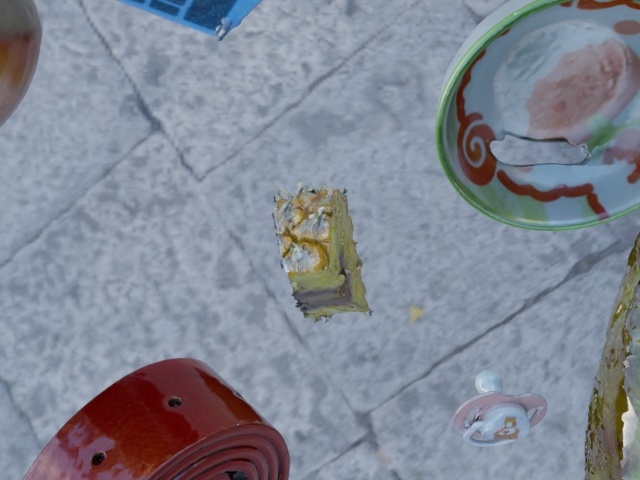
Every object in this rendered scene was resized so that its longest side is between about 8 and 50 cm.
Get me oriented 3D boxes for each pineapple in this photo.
[{"bbox_3d":[-0.001,0.000,1.265,0.079,0.233,0.135,-12,70,4],"label":"pineapple"}]

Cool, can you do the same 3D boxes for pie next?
[{"bbox_3d":[0.304,0.140,1.100,0.103,0.288,0.354,10,126,17],"label":"pie"}]

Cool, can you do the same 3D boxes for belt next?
[{"bbox_3d":[-0.168,0.264,1.062,0.115,0.227,0.324,37,99,38],"label":"belt"}]

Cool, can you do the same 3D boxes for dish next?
[{"bbox_3d":[0.283,-0.172,1.376,0.324,0.124,0.324,-3,130,-4],"label":"dish"}]

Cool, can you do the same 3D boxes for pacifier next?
[{"bbox_3d":[0.174,0.166,1.207,0.081,0.099,0.078,115,150,-42],"label":"pacifier"}]

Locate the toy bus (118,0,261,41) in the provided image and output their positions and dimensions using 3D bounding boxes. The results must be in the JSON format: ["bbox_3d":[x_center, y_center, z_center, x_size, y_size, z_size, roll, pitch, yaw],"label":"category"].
[{"bbox_3d":[-0.133,-0.235,0.812,0.133,0.234,0.116,-46,34,46],"label":"toy bus"}]

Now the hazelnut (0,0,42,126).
[{"bbox_3d":[-0.326,-0.165,0.946,0.214,0.176,0.214,5,109,14],"label":"hazelnut"}]
